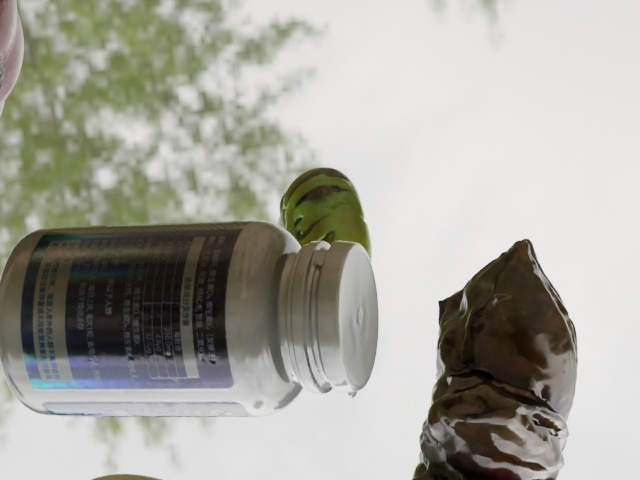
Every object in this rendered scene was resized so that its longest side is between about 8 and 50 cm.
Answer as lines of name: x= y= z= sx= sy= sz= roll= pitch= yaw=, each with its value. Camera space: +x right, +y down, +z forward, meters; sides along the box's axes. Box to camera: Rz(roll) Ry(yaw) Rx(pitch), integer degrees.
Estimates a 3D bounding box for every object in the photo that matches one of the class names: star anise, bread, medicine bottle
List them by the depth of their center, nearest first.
medicine bottle: x=-0.070 y=0.043 z=1.029 sx=0.191 sy=0.107 sz=0.107 roll=-2 pitch=-152 yaw=17
star anise: x=0.109 y=0.139 z=1.262 sx=0.108 sy=0.315 sz=0.315 roll=8 pitch=-150 yaw=5
bread: x=0.000 y=0.000 z=1.737 sx=0.071 sy=0.130 sz=0.139 roll=-2 pitch=-108 yaw=-14

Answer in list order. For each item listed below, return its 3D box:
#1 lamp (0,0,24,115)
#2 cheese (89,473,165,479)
lamp: x=-0.295 y=-0.119 z=1.156 sx=0.226 sy=0.227 sz=0.227 roll=-5 pitch=-152 yaw=2
cheese: x=-0.105 y=0.292 z=1.716 sx=0.248 sy=0.163 sz=0.071 roll=14 pitch=-135 yaw=-6
